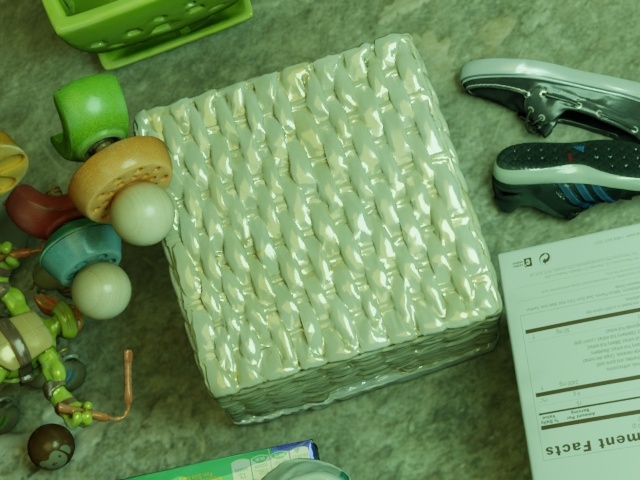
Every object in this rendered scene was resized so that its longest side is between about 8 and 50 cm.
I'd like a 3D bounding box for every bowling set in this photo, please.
[{"bbox_3d":[-0.338,0.155,1.387,0.287,0.154,0.200,-38,77,-2],"label":"bowling set"}]

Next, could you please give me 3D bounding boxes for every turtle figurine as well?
[{"bbox_3d":[-0.334,0.102,1.288,0.217,0.087,0.269,-24,81,-32],"label":"turtle figurine"}]

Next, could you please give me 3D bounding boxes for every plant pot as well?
[{"bbox_3d":[-0.208,-0.338,1.443,0.228,0.207,0.227,-20,77,2],"label":"plant pot"}]

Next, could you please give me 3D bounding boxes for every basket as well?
[{"bbox_3d":[0.000,0.000,1.328,0.328,0.266,0.331,-17,79,2],"label":"basket"}]

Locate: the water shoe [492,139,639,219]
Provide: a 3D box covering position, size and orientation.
[{"bbox_3d":[0.297,-0.066,1.408,0.203,0.080,0.073,5,42,9],"label":"water shoe"}]

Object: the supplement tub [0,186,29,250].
[{"bbox_3d":[-0.512,-0.057,1.411,0.316,0.228,0.228,39,85,12],"label":"supplement tub"}]

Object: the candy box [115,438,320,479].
[{"bbox_3d":[-0.103,0.397,1.331,0.268,0.122,0.317,-12,79,2],"label":"candy box"}]

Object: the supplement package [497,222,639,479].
[{"bbox_3d":[0.296,0.152,1.204,0.175,0.177,0.293,-13,72,20],"label":"supplement package"}]

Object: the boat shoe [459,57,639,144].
[{"bbox_3d":[0.270,-0.153,1.427,0.228,0.080,0.076,11,79,1],"label":"boat shoe"}]

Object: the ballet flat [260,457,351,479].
[{"bbox_3d":[-0.114,0.355,1.179,0.139,0.139,0.400,43,72,12],"label":"ballet flat"}]

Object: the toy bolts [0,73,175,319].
[{"bbox_3d":[-0.249,-0.013,1.193,0.218,0.228,0.158,-23,69,-21],"label":"toy bolts"}]
